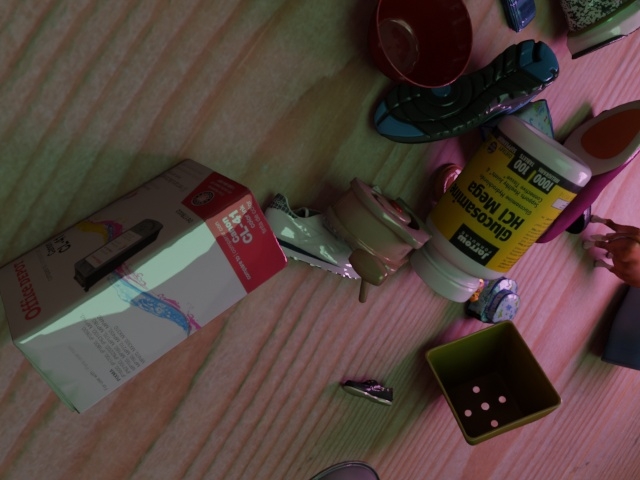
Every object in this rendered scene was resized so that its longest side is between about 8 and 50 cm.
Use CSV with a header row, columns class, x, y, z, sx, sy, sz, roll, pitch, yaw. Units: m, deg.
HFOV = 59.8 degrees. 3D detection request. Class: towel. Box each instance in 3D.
class,x,y,z,sx,sy,sz,roll,pitch,yaw
towel,0.378,-0.467,1.062,0.067,0.029,0.119,-45,126,-13

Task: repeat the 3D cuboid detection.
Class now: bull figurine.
class,x,y,z,sx,sy,sz,roll,pitch,yaw
bull figurine,0.815,0.057,1.463,0.101,0.188,0.310,-47,127,-9

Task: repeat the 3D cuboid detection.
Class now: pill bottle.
class,x,y,z,sx,sy,sz,roll,pitch,yaw
pill bottle,0.321,-0.049,1.046,0.188,0.188,0.334,13,121,-37

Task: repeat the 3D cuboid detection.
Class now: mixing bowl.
class,x,y,z,sx,sy,sz,roll,pitch,yaw
mixing bowl,0.145,-0.326,0.901,0.182,0.098,0.181,0,89,-25

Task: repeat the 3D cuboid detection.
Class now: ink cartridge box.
class,x,y,z,sx,sy,sz,roll,pitch,yaw
ink cartridge box,-0.232,0.037,0.722,0.306,0.226,0.131,-34,123,-20

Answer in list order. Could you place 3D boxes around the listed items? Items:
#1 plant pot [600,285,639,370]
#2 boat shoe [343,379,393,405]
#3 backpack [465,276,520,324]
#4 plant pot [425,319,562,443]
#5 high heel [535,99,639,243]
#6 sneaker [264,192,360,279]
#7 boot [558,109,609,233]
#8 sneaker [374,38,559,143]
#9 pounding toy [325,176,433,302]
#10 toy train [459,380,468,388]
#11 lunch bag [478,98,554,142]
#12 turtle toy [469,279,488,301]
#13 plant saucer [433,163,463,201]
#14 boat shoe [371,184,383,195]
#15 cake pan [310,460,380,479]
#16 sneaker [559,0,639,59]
class,x,y,z,sx,sy,sz,roll,pitch,yaw
plant pot,0.993,0.259,1.634,0.272,0.272,0.255,13,86,-37
boat shoe,0.102,0.315,1.175,0.133,0.049,0.042,26,65,-31
backpack,0.409,0.138,1.286,0.105,0.084,0.114,16,96,-40
plant pot,0.377,0.341,1.251,0.212,0.212,0.187,-21,143,-3
high heel,0.575,-0.140,1.203,0.181,0.127,0.377,9,136,-45
sneaker,0.000,0.000,0.958,0.235,0.090,0.094,23,85,-40
boot,0.648,-0.162,1.323,0.207,0.094,0.246,-31,117,-17
sneaker,0.258,-0.240,1.005,0.341,0.139,0.125,-19,77,-7
pounding toy,0.074,-0.002,0.938,0.155,0.154,0.269,-47,170,18
toy train,0.376,0.339,1.386,0.083,0.017,0.023,-39,135,-16
lunch bag,0.412,-0.197,1.150,0.129,0.096,0.151,-35,114,-19
turtle toy,0.336,0.080,1.224,0.095,0.066,0.130,38,85,-38
plant saucer,0.266,-0.114,1.135,0.084,0.013,0.083,-13,116,-30
boat shoe,0.068,-0.076,1.007,0.100,0.035,0.035,-22,92,-21
cake pan,0.034,0.638,1.248,0.293,0.054,0.293,-13,114,-30
sneaker,0.629,-0.561,1.138,0.410,0.158,0.182,-45,109,-17
